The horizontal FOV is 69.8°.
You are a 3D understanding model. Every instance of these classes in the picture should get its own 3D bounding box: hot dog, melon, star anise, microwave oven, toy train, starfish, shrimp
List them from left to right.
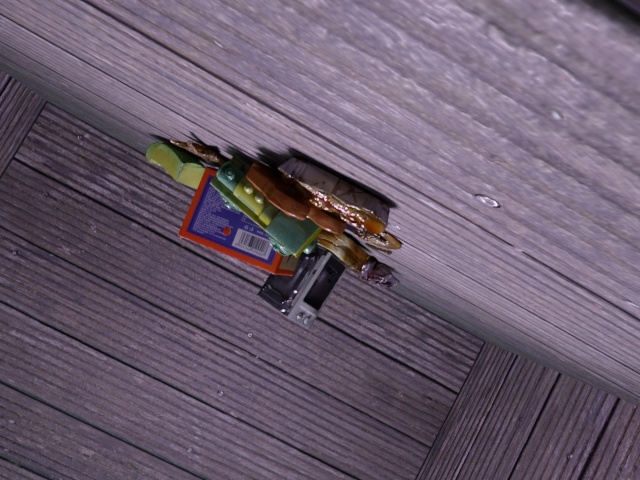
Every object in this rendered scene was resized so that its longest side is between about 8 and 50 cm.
[{"bbox_3d":[-0.605,-0.329,1.889,0.323,0.124,0.196,33,177,30],"label":"melon"},{"bbox_3d":[-0.363,-0.274,1.453,0.240,0.043,0.227,22,173,-5],"label":"starfish"},{"bbox_3d":[-0.159,-0.101,1.282,0.369,0.150,0.237,40,174,6],"label":"toy train"},{"bbox_3d":[-0.079,0.161,1.827,0.237,0.295,0.181,26,171,40],"label":"microwave oven"},{"bbox_3d":[0.027,-0.093,0.942,0.253,0.069,0.131,30,177,1],"label":"hot dog"},{"bbox_3d":[0.214,0.134,2.146,0.332,0.117,0.331,25,171,4],"label":"star anise"},{"bbox_3d":[0.149,-0.016,1.325,0.178,0.034,0.124,23,171,36],"label":"shrimp"}]

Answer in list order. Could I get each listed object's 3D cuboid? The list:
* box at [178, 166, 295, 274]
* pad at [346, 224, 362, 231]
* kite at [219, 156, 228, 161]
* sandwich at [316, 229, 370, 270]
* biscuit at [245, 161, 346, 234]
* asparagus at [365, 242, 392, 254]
[{"bbox_3d":[-0.231,-0.058,1.570,0.349,0.256,0.318,21,179,9],"label":"box"},{"bbox_3d":[0.136,-0.022,1.523,0.193,0.004,0.116,27,176,18],"label":"pad"},{"bbox_3d":[-0.235,-0.224,1.505,0.244,0.006,0.198,27,176,14],"label":"kite"},{"bbox_3d":[0.024,-0.004,1.850,0.301,0.099,0.271,30,172,28],"label":"sandwich"},{"bbox_3d":[-0.075,-0.105,1.079,0.202,0.047,0.334,21,-165,-37],"label":"biscuit"},{"bbox_3d":[0.206,0.030,1.639,0.016,0.013,0.166,18,-178,-31],"label":"asparagus"}]
